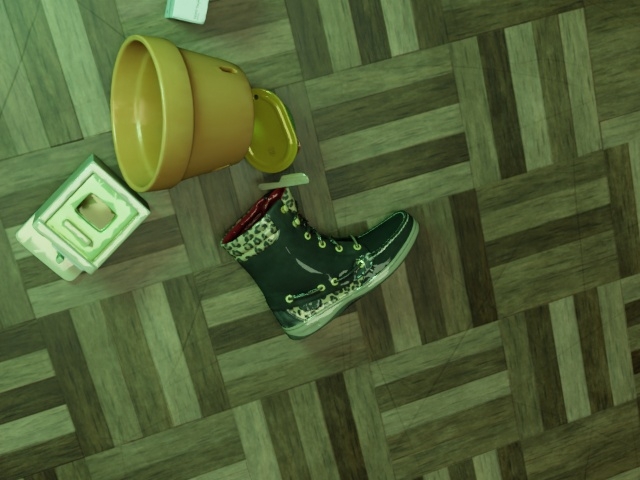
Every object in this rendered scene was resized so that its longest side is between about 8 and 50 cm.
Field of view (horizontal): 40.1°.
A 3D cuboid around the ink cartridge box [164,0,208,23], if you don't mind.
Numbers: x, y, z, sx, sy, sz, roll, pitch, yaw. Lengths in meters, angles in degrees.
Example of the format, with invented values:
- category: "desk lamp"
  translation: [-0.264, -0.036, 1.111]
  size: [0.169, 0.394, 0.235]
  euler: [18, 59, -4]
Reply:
- category: "ink cartridge box"
  translation: [-0.251, -0.472, 1.673]
  size: [0.063, 0.150, 0.109]
  euler: [9, 101, -17]

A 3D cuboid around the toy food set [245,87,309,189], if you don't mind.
- category: "toy food set"
  translation: [-0.100, -0.215, 1.827]
  size: [0.128, 0.071, 0.217]
  euler: [-15, 102, 24]

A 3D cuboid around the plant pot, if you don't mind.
- category: "plant pot"
  translation: [-0.259, -0.242, 1.678]
  size: [0.204, 0.291, 0.290]
  euler: [-6, 106, -31]

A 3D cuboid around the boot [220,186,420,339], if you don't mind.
- category: "boot"
  translation: [0.000, 0.000, 1.872]
  size: [0.377, 0.138, 0.284]
  euler: [-39, 110, 2]

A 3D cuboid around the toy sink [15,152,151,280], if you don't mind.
- category: "toy sink"
  translation: [-0.472, -0.031, 1.731]
  size: [0.234, 0.131, 0.153]
  euler: [-45, 110, -1]
